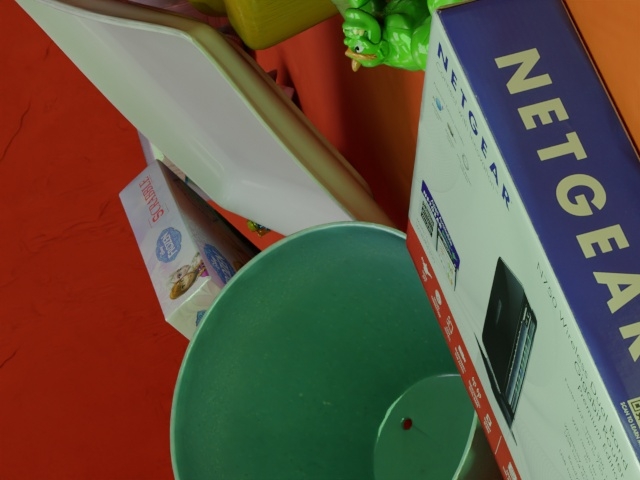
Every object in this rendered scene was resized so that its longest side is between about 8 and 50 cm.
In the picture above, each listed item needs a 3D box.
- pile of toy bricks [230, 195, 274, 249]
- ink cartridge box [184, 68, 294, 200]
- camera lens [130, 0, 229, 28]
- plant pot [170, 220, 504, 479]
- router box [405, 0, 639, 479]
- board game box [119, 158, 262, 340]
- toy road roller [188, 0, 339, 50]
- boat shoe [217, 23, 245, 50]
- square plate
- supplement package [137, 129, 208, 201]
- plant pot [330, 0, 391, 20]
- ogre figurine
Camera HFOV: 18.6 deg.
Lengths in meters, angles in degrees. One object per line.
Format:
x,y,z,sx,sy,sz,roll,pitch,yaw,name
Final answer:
0.000,0.000,2.048,0.212,0.118,0.105,58,-161,-3,pile of toy bricks
-0.088,-0.119,2.182,0.092,0.090,0.143,104,-177,-69,ink cartridge box
-0.195,-0.369,2.122,0.219,0.219,0.274,-129,25,-66,camera lens
0.053,0.151,1.575,0.195,0.290,0.290,28,-147,-50,plant pot
0.156,0.054,1.264,0.301,0.082,0.335,91,160,-60,router box
-0.062,0.087,2.083,0.318,0.066,0.318,42,-172,-28,board game box
-0.061,-0.311,1.581,0.240,0.203,0.329,53,166,31,toy road roller
-0.119,-0.226,2.422,0.178,0.064,0.060,121,162,-75,boat shoe
-0.094,-0.112,1.791,0.347,0.049,0.344,46,165,-35,square plate
-0.175,-0.172,2.571,0.139,0.134,0.244,-174,68,-79,supplement package
0.049,-0.183,1.526,0.079,0.083,0.083,64,174,-22,plant pot
0.064,-0.177,1.391,0.197,0.097,0.118,10,105,44,ogre figurine
